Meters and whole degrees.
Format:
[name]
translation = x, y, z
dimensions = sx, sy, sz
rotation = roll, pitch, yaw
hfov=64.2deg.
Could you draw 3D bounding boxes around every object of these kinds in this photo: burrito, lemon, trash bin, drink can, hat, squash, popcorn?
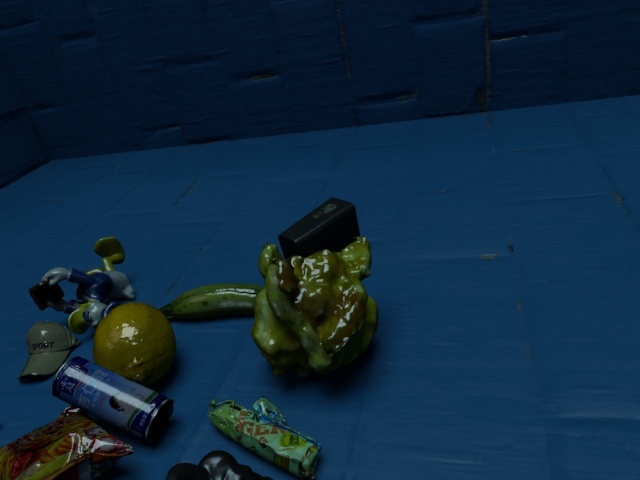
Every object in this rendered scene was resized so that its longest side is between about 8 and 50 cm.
[burrito]
translation = -0.105, 0.368, 0.998
dimensions = 0.288, 0.054, 0.104
rotation = 11, 36, 36
[lemon]
translation = -0.438, 0.247, 1.205
dimensions = 0.188, 0.188, 0.257
rotation = -19, 36, -13
[trash bin]
translation = 0.000, 0.000, 1.516
dimensions = 0.225, 0.165, 0.115
rotation = -33, 35, -29
[drink can]
translation = -0.433, 0.330, 1.068
dimensions = 0.235, 0.097, 0.097
rotation = 21, 37, 11
[hat]
translation = -0.738, 0.288, 1.354
dimensions = 0.147, 0.085, 0.175
rotation = -10, 27, 1
[squash]
translation = -0.295, 0.165, 1.404
dimensions = 0.341, 0.094, 0.094
rotation = -7, 29, 11
[popcorn]
translation = -0.027, 0.141, 1.147
dimensions = 0.325, 0.290, 0.321
rotation = 32, 30, 23

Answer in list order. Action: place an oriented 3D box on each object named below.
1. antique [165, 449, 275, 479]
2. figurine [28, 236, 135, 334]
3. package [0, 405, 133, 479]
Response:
[antique]
translation = -0.170, 0.464, 0.716
dimensions = 0.322, 0.185, 0.255
rotation = -32, 35, -25
[figurine]
translation = -0.666, 0.143, 1.467
dimensions = 0.283, 0.205, 0.338
rotation = 6, 22, -42
[package]
translation = -0.519, 0.424, 0.990
dimensions = 0.223, 0.108, 0.288
rotation = -17, 9, -41
